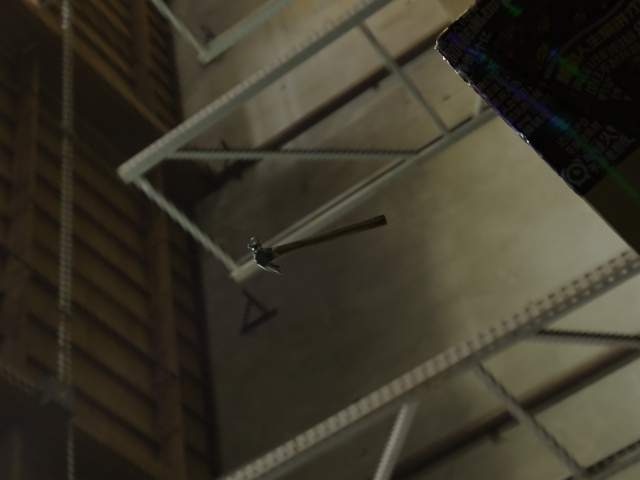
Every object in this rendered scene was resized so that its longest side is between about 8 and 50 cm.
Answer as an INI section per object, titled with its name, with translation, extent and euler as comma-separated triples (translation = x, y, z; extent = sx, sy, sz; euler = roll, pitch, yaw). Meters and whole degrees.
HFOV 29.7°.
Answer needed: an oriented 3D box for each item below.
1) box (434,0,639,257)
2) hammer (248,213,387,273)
[box]
translation = 0.279, -0.137, 1.079
extent = 0.310, 0.198, 0.084
euler = 46, -154, -1
[hammer]
translation = 0.000, 0.000, 1.582
extent = 0.017, 0.182, 0.062
euler = -100, -8, -48
